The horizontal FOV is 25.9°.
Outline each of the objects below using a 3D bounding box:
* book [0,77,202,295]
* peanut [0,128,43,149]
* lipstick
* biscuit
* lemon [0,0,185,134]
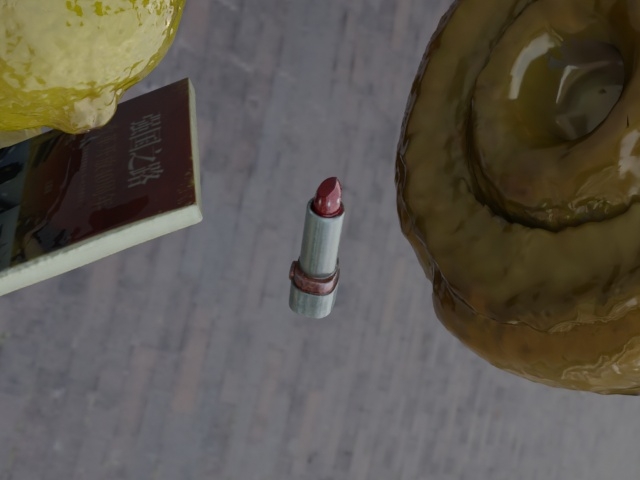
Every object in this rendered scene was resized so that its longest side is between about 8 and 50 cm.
[{"bbox_3d":[-0.287,-0.026,1.289,0.262,0.374,0.028,-102,169,-59],"label":"book"},{"bbox_3d":[-0.403,-0.100,1.745,0.305,0.147,0.147,64,7,25],"label":"peanut"},{"bbox_3d":[-0.001,0.000,1.549,0.063,0.057,0.186,-71,172,-47],"label":"lipstick"},{"bbox_3d":[0.154,-0.067,0.725,0.102,0.296,0.296,24,76,-40],"label":"biscuit"},{"bbox_3d":[-0.221,-0.215,0.981,0.260,0.284,0.260,-46,-174,6],"label":"lemon"}]
